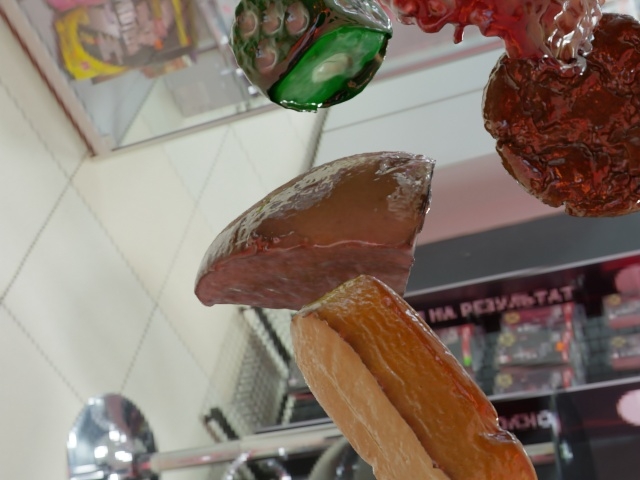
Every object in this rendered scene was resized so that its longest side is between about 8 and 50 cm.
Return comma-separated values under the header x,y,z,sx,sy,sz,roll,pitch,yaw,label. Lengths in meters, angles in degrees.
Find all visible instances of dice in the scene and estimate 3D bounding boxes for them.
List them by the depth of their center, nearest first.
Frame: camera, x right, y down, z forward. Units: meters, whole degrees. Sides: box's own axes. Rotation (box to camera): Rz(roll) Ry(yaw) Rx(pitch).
x,y,z,sx,sy,sz,roll,pitch,yaw,label
-0.011,-0.219,1.076,0.128,0.131,0.120,5,47,-48,dice

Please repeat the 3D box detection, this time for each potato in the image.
x,y,z,sx,sy,sz,roll,pitch,yaw,label
-0.007,-0.034,1.146,0.211,0.264,0.189,85,10,-62,potato

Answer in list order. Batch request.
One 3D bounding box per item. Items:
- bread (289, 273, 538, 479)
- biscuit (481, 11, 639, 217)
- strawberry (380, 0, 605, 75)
x,y,z,sx,sy,sz,roll,pitch,yaw,label
0.074,0.132,0.811,0.245,0.094,0.102,50,-31,27,bread
0.269,-0.125,0.982,0.042,0.226,0.226,77,8,-73,biscuit
0.080,-0.227,0.593,0.233,0.138,0.306,-10,46,-44,strawberry
